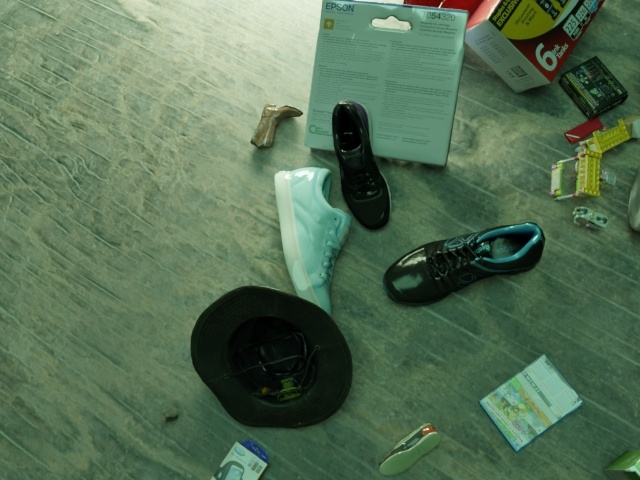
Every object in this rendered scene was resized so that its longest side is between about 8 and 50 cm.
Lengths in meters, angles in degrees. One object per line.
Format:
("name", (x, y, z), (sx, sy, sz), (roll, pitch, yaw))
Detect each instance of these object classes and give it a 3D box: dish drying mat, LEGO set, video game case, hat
("dish drying mat", (0.583, -0.244, 1.523), (0.083, 0.008, 0.032), (-28, 69, -2))
("LEGO set", (0.577, -0.166, 1.470), (0.132, 0.107, 0.287), (33, 71, -18))
("video game case", (0.414, 0.318, 1.355), (0.166, 0.015, 0.119), (-34, 71, -4))
("hat", (-0.088, 0.211, 1.373), (0.331, 0.134, 0.331), (2, 115, 5))

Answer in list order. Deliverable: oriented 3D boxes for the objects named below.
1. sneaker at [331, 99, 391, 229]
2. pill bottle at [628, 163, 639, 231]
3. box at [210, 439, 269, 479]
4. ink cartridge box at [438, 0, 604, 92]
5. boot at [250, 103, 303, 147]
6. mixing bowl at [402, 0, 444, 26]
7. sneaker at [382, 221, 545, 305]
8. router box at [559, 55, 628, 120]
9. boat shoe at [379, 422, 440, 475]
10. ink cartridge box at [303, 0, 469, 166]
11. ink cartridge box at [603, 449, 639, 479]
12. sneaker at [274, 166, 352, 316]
("sneaker", (0.074, -0.156, 1.466), (0.107, 0.124, 0.283), (-15, 94, 14))
("pill bottle", (0.772, -0.074, 1.363), (0.272, 0.152, 0.152), (9, 73, 11))
("box", (-0.165, 0.470, 1.380), (0.081, 0.028, 0.136), (31, 80, 17))
("ink cartridge box", (0.455, -0.536, 1.511), (0.272, 0.130, 0.309), (38, 79, -16))
("boot", (-0.103, -0.262, 1.611), (0.106, 0.037, 0.114), (10, 70, 25))
("mixing bowl", (0.284, -0.525, 1.612), (0.181, 0.098, 0.182), (-3, 70, 7))
("sneaker", (0.288, 0.033, 1.403), (0.340, 0.140, 0.125), (-19, 72, 3))
("router box", (0.607, -0.340, 1.533), (0.092, 0.038, 0.122), (-28, 68, -6))
("boat shoe", (0.170, 0.408, 1.346), (0.137, 0.049, 0.043), (-35, 28, -2))
("ink cartridge box", (0.143, -0.348, 1.520), (0.324, 0.071, 0.330), (10, 100, 12))
("ink cartridge box", (0.575, 0.425, 1.192), (0.062, 0.209, 0.109), (-35, 71, -4))
("sneaker", (0.000, 0.000, 1.458), (0.150, 0.135, 0.366), (-14, 71, 7))
